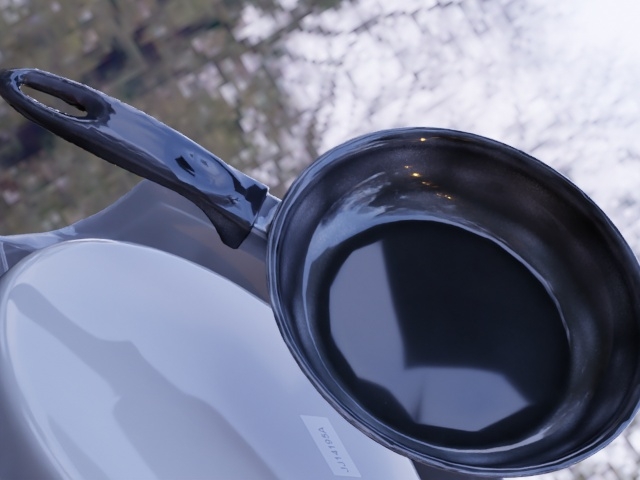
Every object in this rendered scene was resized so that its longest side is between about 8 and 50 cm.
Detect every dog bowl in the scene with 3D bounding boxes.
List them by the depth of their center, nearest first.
[{"bbox_3d":[-0.062,0.112,0.867,0.348,0.102,0.349,32,26,-18],"label":"dog bowl"}]

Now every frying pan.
[{"bbox_3d":[0.004,0.025,0.870,0.053,0.326,0.197,115,-24,-52],"label":"frying pan"}]
